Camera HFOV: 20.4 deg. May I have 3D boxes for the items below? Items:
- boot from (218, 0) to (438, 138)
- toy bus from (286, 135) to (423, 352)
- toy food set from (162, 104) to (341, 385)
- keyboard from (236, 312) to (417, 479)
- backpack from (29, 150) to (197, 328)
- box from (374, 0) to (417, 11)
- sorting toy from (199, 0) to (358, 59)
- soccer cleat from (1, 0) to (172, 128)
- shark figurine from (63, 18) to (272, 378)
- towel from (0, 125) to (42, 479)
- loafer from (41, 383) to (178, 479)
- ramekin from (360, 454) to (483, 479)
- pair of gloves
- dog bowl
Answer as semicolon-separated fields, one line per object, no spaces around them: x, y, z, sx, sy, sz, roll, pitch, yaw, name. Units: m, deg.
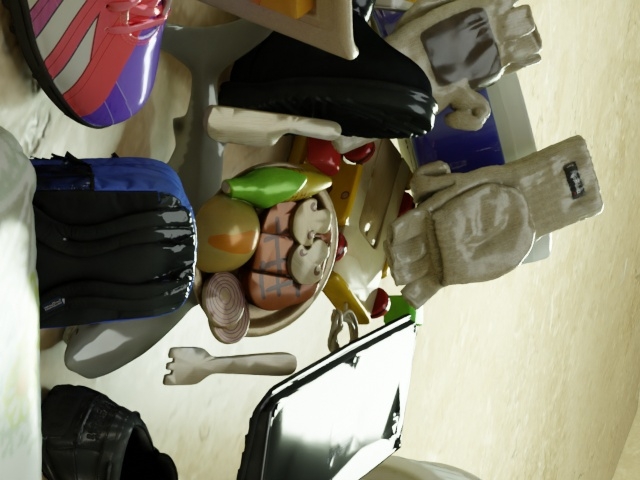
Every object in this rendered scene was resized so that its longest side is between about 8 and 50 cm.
0.017;-0.182;1.294;0.094;0.246;0.207;17;85;-30;boot
0.005;-0.007;1.506;0.202;0.104;0.191;-20;105;-59;toy bus
-0.036;0.009;1.202;0.132;0.038;0.192;1;103;-39;toy food set
0.001;0.174;1.365;0.317;0.033;0.201;-19;119;-66;keyboard
-0.135;-0.008;1.054;0.101;0.120;0.098;-111;-158;-59;backpack
0.046;-0.292;1.455;0.114;0.103;0.203;-7;108;-70;box
-0.064;-0.213;1.056;0.038;0.193;0.208;-42;142;-33;sorting toy
-0.115;-0.193;1.019;0.108;0.116;0.318;-55;151;-46;soccer cleat
-0.080;-0.017;1.249;0.166;0.116;0.278;53;54;-68;shark figurine
-0.248;0.159;0.906;0.320;0.090;0.374;-49;146;-61;towel
-0.137;0.176;1.247;0.223;0.078;0.076;74;33;-54;loafer
0.059;0.324;1.653;0.127;0.273;0.272;39;63;-56;ramekin
0.112;-0.082;1.459;0.204;0.042;0.240;-32;111;-15;pair of gloves
0.127;-0.099;1.630;0.265;0.104;0.264;-15;90;-89;dog bowl
